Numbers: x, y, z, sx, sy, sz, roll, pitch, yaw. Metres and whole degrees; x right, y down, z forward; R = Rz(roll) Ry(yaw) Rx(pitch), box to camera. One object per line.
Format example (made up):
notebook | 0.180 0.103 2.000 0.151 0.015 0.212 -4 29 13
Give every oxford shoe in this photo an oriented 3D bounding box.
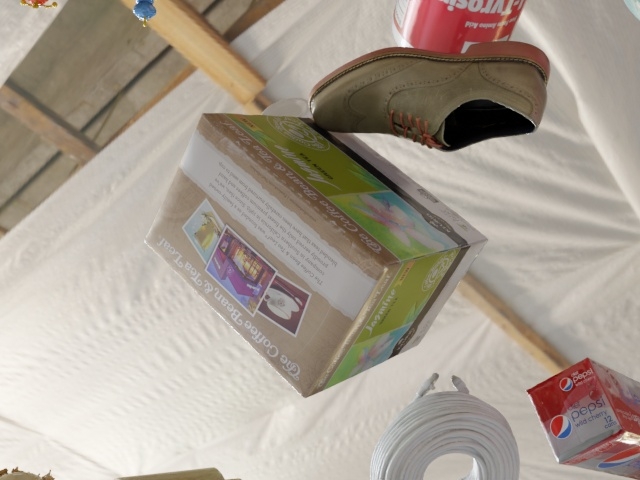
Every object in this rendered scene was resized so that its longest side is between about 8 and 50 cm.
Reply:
oxford shoe | 0.136 -0.187 1.050 0.348 0.130 0.123 -6 -38 25

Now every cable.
cable | 0.213 0.382 1.271 0.257 0.089 0.257 41 -87 -18

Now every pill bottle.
pill bottle | 0.261 -0.455 1.389 0.228 0.229 0.408 12 -39 -1
pill bottle | -0.049 -0.205 1.770 0.131 0.131 0.229 -6 -48 18

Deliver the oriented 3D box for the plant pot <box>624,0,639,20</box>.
plant pot | 0.686 -0.510 1.361 0.292 0.293 0.235 17 -32 -7

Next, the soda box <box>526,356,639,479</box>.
soda box | 0.352 0.218 0.897 0.083 0.092 0.263 -36 -38 26

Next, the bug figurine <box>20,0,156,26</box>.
bug figurine | -0.419 -0.507 1.401 0.278 0.216 0.072 5 -14 -14

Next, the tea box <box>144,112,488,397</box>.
tea box | 0.000 0.000 1.067 0.329 0.323 0.220 40 -63 22

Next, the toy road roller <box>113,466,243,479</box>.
toy road roller | -0.190 0.467 0.923 0.202 0.240 0.330 3 -61 -30

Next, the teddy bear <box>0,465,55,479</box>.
teddy bear | -0.427 0.404 0.925 0.113 0.245 0.338 41 -71 3
